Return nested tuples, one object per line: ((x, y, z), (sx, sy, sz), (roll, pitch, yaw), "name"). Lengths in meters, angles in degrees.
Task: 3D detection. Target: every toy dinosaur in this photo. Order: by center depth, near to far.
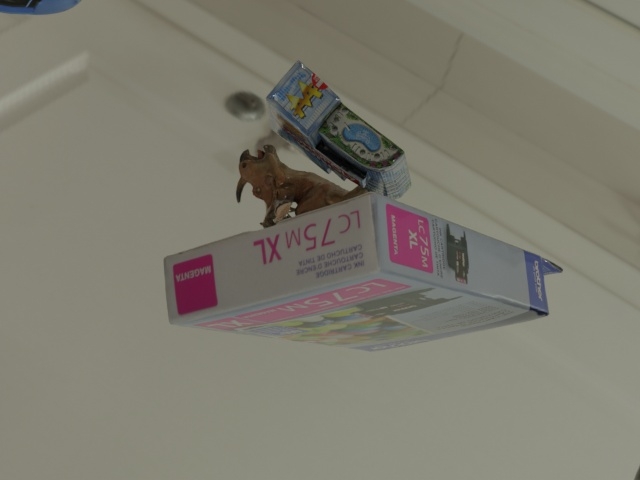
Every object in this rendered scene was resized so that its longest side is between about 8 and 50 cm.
((0.000, 0.000, 1.264), (0.200, 0.296, 0.127), (-22, 144, 13), "toy dinosaur")

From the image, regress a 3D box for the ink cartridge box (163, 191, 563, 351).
((0.052, 0.040, 0.747), (0.311, 0.185, 0.065), (12, 67, -53), "ink cartridge box")

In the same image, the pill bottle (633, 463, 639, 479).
((0.518, 0.307, 1.265), (0.162, 0.162, 0.279), (74, 40, -71), "pill bottle")

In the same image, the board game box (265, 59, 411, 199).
((0.010, -0.126, 1.104), (0.060, 0.194, 0.194), (-50, 165, -2), "board game box")

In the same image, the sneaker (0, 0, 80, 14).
((-0.332, -0.281, 0.885), (0.090, 0.232, 0.082), (137, -43, -57), "sneaker")
